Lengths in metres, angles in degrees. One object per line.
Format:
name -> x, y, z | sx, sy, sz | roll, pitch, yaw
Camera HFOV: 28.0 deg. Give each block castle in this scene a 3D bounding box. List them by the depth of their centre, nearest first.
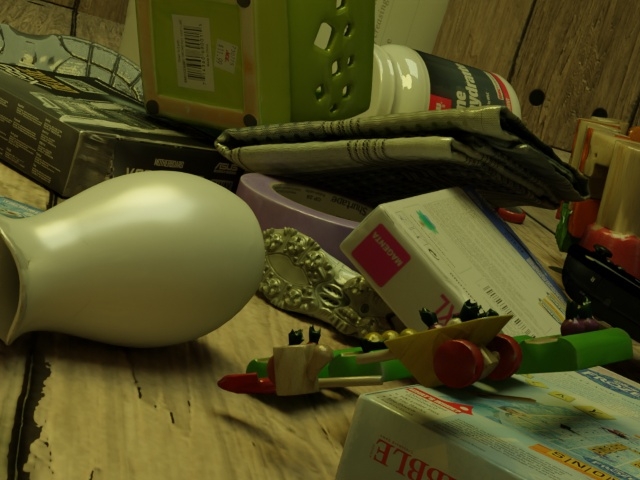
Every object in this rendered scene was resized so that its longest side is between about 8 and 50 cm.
block castle -> 0.454, -0.014, 1.615 | 0.302, 0.213, 0.453 | 13, 12, 5

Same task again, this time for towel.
towel -> 0.101, -0.069, 1.386 | 0.324, 0.056, 0.312 | -3, -14, 28

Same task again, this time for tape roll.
tape roll -> 0.000, 0.000, 1.277 | 0.189, 0.080, 0.189 | 16, 11, -3

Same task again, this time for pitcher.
pitcher -> -0.161, 0.015, 0.916 | 0.207, 0.126, 0.177 | -7, 9, -39

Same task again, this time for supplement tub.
supplement tub -> 0.148, -0.186, 1.933 | 0.272, 0.191, 0.191 | 10, 13, -34

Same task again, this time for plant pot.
plant pot -> -0.084, -0.239, 1.454 | 0.227, 0.228, 0.207 | 14, 29, 28

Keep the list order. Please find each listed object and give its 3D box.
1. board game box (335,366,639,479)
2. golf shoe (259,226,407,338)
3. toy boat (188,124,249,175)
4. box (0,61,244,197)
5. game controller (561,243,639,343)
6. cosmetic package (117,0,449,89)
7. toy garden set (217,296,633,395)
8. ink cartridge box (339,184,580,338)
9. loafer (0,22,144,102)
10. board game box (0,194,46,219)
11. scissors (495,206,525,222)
board game box -> 0.225, 0.173, 0.821 | 0.318, 0.066, 0.318 | 24, 14, 33
golf shoe -> 0.012, 0.049, 1.152 | 0.176, 0.069, 0.086 | 31, 0, 34
toy boat -> -0.069, -0.146, 1.691 | 0.267, 0.148, 0.318 | 16, 12, -7
box -> -0.273, -0.125, 1.469 | 0.307, 0.077, 0.242 | 28, 15, 40
game controller -> 0.383, 0.096, 1.284 | 0.319, 0.067, 0.166 | 33, 16, 9
cosmetic package -> -0.073, -0.322, 2.062 | 0.393, 0.330, 0.327 | 9, 14, -33
toy garden set -> 0.052, 0.067, 0.839 | 0.244, 0.049, 0.203 | -7, -4, 31
ink cartridge box -> 0.140, 0.041, 1.156 | 0.186, 0.065, 0.311 | 49, 21, 8
loafer -> -0.367, -0.215, 1.716 | 0.302, 0.109, 0.095 | 16, -32, -13
board game box -> -0.285, -0.022, 1.113 | 0.090, 0.020, 0.090 | 19, 10, 9
scissors -> 0.287, -0.072, 2.196 | 0.109, 0.021, 0.297 | 15, 10, 0
